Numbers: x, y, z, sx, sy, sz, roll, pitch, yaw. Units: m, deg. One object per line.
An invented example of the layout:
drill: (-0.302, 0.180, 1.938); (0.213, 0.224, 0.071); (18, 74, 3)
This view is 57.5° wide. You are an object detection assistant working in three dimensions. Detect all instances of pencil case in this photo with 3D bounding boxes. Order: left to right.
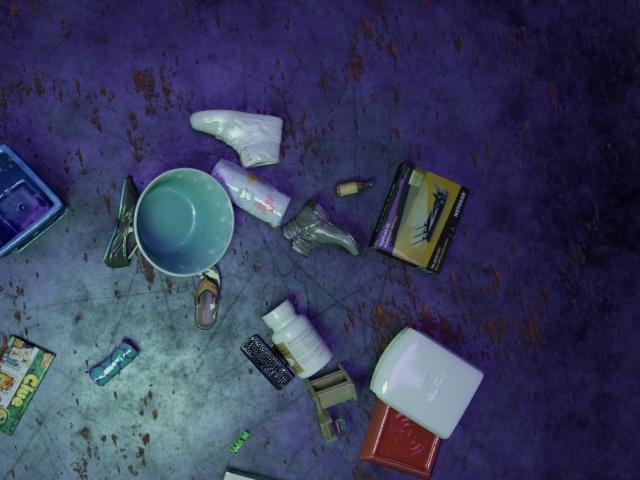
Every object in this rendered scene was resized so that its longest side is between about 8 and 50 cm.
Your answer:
pencil case: (-0.621, 0.366, 1.750); (0.151, 0.064, 0.070); (-44, 111, -10)
pencil case: (-0.227, -0.146, 1.820); (0.273, 0.113, 0.124); (27, 115, -8)

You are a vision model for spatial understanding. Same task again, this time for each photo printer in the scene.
photo printer: (0.327, 0.440, 1.846); (0.307, 0.107, 0.256); (34, 83, -6)

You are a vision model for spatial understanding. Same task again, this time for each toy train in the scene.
toy train: (-0.252, 0.632, 1.826); (0.023, 0.017, 0.083); (39, 81, -17)

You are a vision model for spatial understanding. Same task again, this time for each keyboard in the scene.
keyboard: (-0.158, 0.377, 1.845); (0.100, 0.038, 0.192); (-43, 96, -10)

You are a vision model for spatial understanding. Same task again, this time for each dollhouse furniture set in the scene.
dollhouse furniture set: (0.042, 0.512, 1.846); (0.129, 0.129, 0.184); (-18, 115, -11)

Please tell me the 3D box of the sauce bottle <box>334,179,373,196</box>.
sauce bottle: (0.111, -0.175, 1.918); (0.128, 0.042, 0.042); (-12, 89, -9)

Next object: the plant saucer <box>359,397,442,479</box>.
plant saucer: (0.287, 0.630, 1.907); (0.258, 0.048, 0.259); (20, 85, -8)

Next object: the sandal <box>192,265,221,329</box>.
sandal: (-0.356, 0.169, 1.809); (0.090, 0.060, 0.219); (5, 86, -10)

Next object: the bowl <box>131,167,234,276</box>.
bowl: (-0.428, -0.060, 1.725); (0.311, 0.163, 0.311); (-6, 100, -37)

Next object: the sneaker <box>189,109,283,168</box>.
sneaker: (-0.263, -0.310, 1.827); (0.292, 0.108, 0.169); (3, 84, -11)

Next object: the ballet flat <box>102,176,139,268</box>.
ballet flat: (-0.581, -0.049, 1.772); (0.096, 0.095, 0.280); (15, 95, -19)

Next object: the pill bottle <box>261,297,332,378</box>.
pill bottle: (-0.076, 0.301, 1.816); (0.131, 0.131, 0.229); (-36, 93, -10)

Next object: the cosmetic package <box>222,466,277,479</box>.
cosmetic package: (-0.193, 0.785, 1.806); (0.239, 0.060, 0.099); (19, 82, -8)

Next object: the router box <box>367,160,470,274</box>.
router box: (0.327, -0.072, 1.931); (0.243, 0.081, 0.309); (22, 83, -8)

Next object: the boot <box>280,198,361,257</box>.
boot: (0.000, 0.000, 1.881); (0.246, 0.083, 0.161); (43, 88, 0)

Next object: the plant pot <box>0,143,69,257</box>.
plant pot: (-0.873, -0.101, 1.655); (0.236, 0.212, 0.236); (-43, 95, -10)

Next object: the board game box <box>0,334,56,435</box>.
board game box: (-0.905, 0.425, 1.716); (0.136, 0.030, 0.260); (27, 83, -10)
